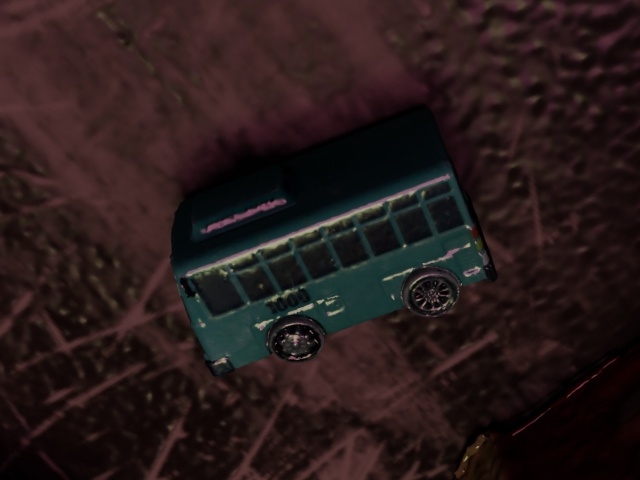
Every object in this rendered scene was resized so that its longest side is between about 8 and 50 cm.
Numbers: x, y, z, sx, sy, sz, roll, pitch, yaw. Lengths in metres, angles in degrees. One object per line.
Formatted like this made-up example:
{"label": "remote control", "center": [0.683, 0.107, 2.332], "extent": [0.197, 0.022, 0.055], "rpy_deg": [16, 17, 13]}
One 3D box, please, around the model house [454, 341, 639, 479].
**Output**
{"label": "model house", "center": [0.171, 0.206, 0.623], "extent": [0.254, 0.196, 0.160], "rpy_deg": [-38, 118, 20]}

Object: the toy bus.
{"label": "toy bus", "center": [0.000, 0.000, 0.550], "extent": [0.160, 0.079, 0.091], "rpy_deg": [-21, 122, 9]}
